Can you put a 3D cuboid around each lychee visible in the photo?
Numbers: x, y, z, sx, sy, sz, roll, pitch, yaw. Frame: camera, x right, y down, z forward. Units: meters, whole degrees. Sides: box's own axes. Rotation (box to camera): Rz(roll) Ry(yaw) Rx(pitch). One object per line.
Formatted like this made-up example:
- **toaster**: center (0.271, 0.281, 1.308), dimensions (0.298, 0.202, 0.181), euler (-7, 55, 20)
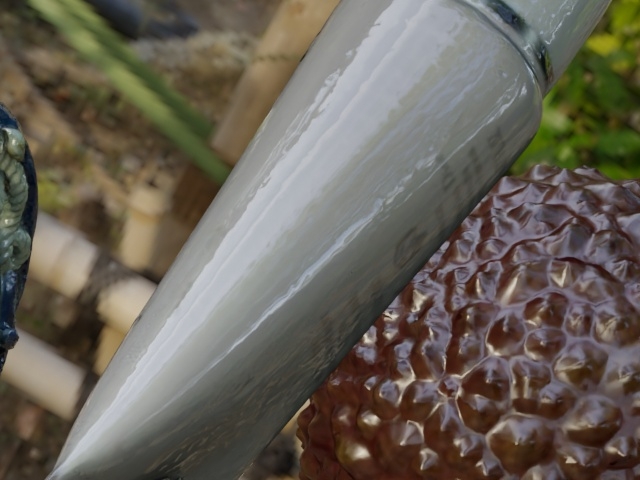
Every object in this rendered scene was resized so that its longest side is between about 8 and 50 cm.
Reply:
- **lychee**: center (0.132, 0.095, 1.123), dimensions (0.304, 0.275, 0.275), euler (-8, 45, -27)

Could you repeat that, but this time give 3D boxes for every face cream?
- **face cream**: center (0.000, 0.000, 0.713), dimensions (0.089, 0.143, 0.314), euler (29, 70, 14)

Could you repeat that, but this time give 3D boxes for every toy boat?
- **toy boat**: center (-0.226, 0.055, 1.271), dimensions (0.070, 0.210, 0.291), euler (4, 61, -7)
